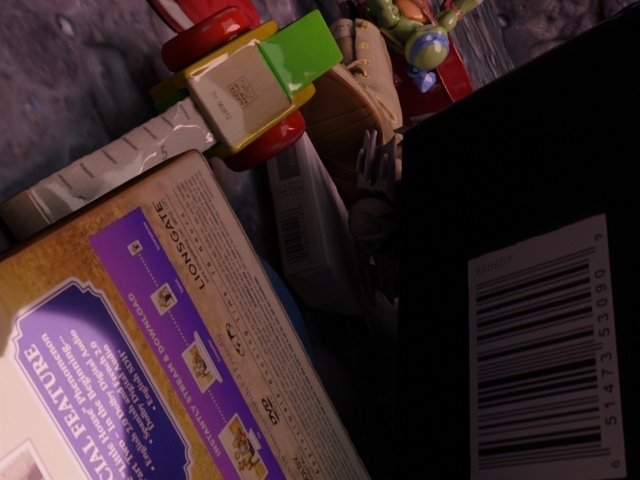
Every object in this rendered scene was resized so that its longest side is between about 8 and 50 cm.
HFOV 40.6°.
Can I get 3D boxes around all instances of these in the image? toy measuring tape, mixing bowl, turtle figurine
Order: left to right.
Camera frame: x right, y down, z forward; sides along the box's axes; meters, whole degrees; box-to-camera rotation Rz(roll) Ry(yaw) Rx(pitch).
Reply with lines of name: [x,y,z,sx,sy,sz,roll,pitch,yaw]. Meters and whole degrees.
toy measuring tape: [-0.100,-0.078,0.600,0.330,0.121,0.121,-43,110,-42]
turtle figurine: [0.103,-0.343,1.029,0.266,0.198,0.274,-122,-166,-45]
mixing bowl: [0.138,-0.215,1.189,0.181,0.098,0.181,48,29,-37]

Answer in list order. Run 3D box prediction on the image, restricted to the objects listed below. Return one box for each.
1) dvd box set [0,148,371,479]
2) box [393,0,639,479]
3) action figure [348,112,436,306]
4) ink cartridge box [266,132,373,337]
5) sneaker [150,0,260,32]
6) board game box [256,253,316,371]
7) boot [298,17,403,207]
dvd box set: [-0.097,0.166,0.333,0.307,0.062,0.420,63,29,-12]
box: [0.319,0.148,0.664,0.472,0.297,0.479,20,61,-33]
action figure: [0.117,-0.037,0.838,0.285,0.099,0.185,-20,126,-50]
ink cartridge box: [0.000,0.000,0.796,0.179,0.045,0.145,63,15,-60]
sneaker: [-0.085,-0.241,0.698,0.221,0.128,0.087,28,44,-55]
board game box: [-0.059,0.088,0.579,0.169,0.033,0.133,-28,100,-62]
boot: [0.022,-0.160,0.890,0.262,0.095,0.203,41,35,-52]
